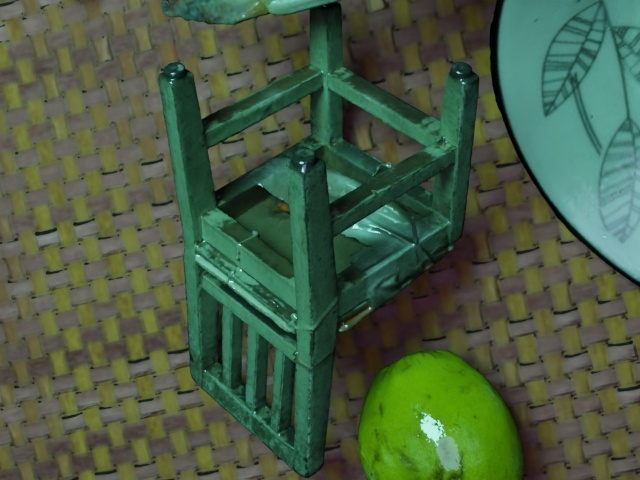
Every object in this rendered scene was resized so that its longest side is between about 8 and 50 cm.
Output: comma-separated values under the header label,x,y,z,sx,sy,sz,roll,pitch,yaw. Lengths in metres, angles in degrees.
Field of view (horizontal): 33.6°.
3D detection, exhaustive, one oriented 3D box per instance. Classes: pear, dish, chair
label,x,y,z,sx,sy,sz,roll,pitch,yaw
pear,0.080,0.138,0.710,0.107,0.107,0.131,-18,85,10
dish,0.256,-0.086,0.617,0.316,0.316,0.106,46,62,3
chair,0.000,0.000,0.693,0.136,0.147,0.270,35,142,34

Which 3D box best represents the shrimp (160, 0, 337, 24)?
label,x,y,z,sx,sy,sz,roll,pitch,yaw
shrimp,-0.033,-0.231,0.672,0.360,0.085,0.247,-20,58,16
